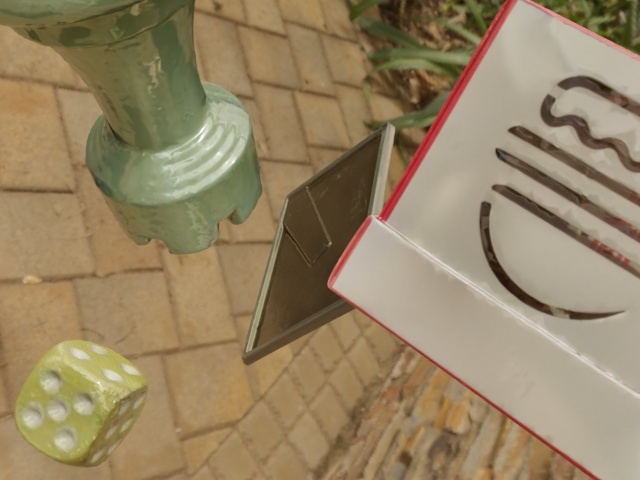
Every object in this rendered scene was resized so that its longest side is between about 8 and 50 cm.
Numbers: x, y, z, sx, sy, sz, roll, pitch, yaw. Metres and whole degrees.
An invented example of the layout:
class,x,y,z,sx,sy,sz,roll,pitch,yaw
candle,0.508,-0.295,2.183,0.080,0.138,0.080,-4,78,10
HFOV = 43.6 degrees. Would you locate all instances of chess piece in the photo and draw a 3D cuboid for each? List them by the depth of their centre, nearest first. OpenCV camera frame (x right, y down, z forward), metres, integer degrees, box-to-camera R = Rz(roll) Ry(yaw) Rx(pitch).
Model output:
class,x,y,z,sx,sy,sz,roll,pitch,yaw
chess piece,-0.119,-0.123,0.507,0.299,0.194,0.195,80,13,-54

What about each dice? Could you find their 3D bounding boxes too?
class,x,y,z,sx,sy,sz,roll,pitch,yaw
dice,-0.425,0.289,1.431,0.169,0.169,0.166,30,6,12

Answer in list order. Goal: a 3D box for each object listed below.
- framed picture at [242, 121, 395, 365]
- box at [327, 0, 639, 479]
class,x,y,z,sx,sy,sz,roll,pitch,yaw
framed picture,0.000,0.000,0.996,0.016,0.213,0.289,37,42,-25
box,0.251,-0.001,0.754,0.314,0.300,0.312,35,13,20
